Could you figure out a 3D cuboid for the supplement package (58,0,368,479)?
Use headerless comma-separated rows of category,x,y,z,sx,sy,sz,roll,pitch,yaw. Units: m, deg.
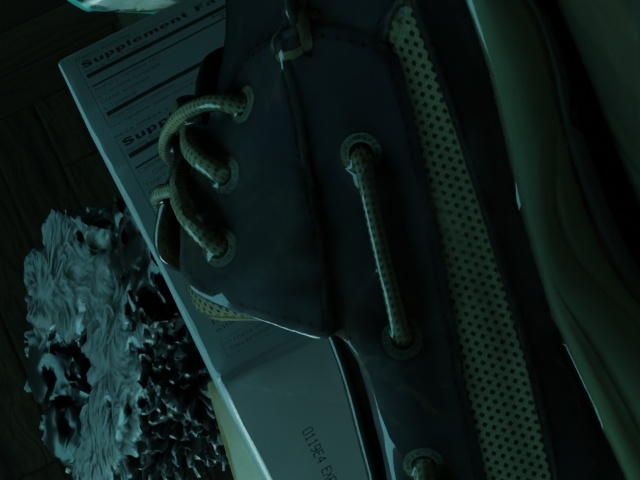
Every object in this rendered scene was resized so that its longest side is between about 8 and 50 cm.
supplement package,0.000,0.000,0.756,0.244,0.134,0.139,58,173,50

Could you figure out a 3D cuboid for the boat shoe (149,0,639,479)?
boat shoe,0.012,-0.017,0.552,0.355,0.130,0.132,63,175,0

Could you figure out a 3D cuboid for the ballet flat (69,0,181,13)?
ballet flat,-0.184,-0.330,1.077,0.409,0.147,0.147,62,175,12

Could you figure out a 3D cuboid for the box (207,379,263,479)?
box,0.027,0.127,0.951,0.201,0.021,0.164,-25,79,46

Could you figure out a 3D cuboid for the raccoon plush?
raccoon plush,-0.004,0.048,1.208,0.446,0.299,0.216,-34,65,55
